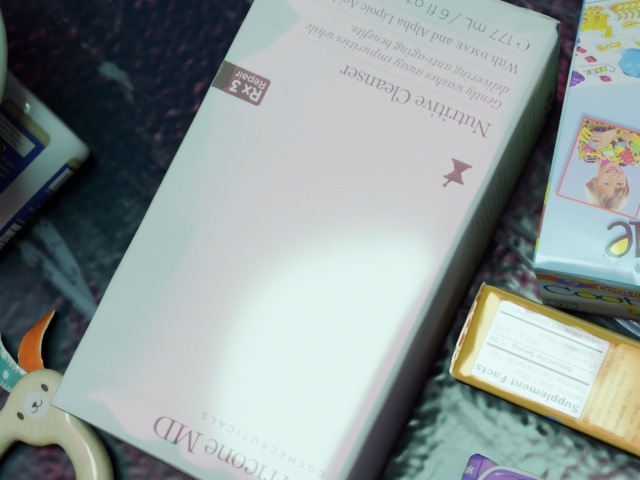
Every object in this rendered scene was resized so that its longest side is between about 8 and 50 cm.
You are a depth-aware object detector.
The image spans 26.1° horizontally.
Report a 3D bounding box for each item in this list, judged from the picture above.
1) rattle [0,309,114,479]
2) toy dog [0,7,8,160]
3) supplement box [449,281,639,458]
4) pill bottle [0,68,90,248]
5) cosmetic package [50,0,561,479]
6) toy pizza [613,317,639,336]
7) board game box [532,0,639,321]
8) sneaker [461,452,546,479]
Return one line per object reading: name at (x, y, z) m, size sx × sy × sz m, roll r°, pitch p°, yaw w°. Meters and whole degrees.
rattle at (-0.233, 0.145, 1.018) m, size 0.130 × 0.143 × 0.199 m, roll -4°, pitch 81°, yaw 29°
toy dog at (-0.404, -0.110, 0.958) m, size 0.408 × 0.395 × 0.284 m, roll -1°, pitch 87°, yaw 31°
supplement box at (0.211, 0.108, 0.968) m, size 0.233 × 0.078 × 0.080 m, roll 24°, pitch 85°, yaw 16°
pill bottle at (-0.282, -0.041, 1.082) m, size 0.112 × 0.112 × 0.186 m, roll 43°, pitch 87°, yaw 17°
cosmetic package at (0.000, 0.000, 0.994) m, size 0.217 × 0.156 × 0.385 m, roll 23°, pitch 81°, yaw 13°
toy pizza at (0.284, -0.013, 1.007) m, size 0.201 × 0.032 × 0.201 m, roll -2°, pitch 77°, yaw 11°
board game box at (0.242, -0.087, 0.940) m, size 0.144 × 0.142 × 0.275 m, roll 11°, pitch 79°, yaw 13°
sneaker at (0.072, 0.233, 0.960) m, size 0.282 × 0.102 × 0.161 m, roll -3°, pitch 72°, yaw -1°
